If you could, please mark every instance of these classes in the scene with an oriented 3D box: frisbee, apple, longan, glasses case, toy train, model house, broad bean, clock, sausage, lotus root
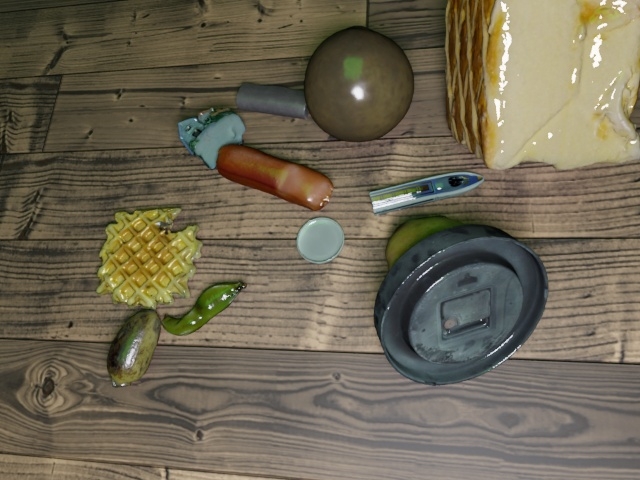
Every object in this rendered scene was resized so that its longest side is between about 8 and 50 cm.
[{"bbox_3d":[0.000,0.000,1.177,0.110,0.014,0.110,-4,69,10],"label":"frisbee"},{"bbox_3d":[0.230,0.053,1.037,0.188,0.174,0.207,-12,85,10],"label":"apple"},{"bbox_3d":[0.084,-0.345,1.157,0.258,0.258,0.258,-4,70,10],"label":"longan"},{"bbox_3d":[-0.114,-0.351,1.312,0.191,0.042,0.072,12,66,15],"label":"glasses case"},{"bbox_3d":[0.234,-0.113,1.152,0.252,0.048,0.055,-14,71,6],"label":"toy train"},{"bbox_3d":[-0.286,-0.269,1.283,0.149,0.119,0.148,31,79,27],"label":"model house"},{"bbox_3d":[-0.253,0.148,1.158,0.214,0.048,0.070,-29,69,4],"label":"broad bean"},{"bbox_3d":[0.249,0.119,0.939,0.319,0.319,0.066,-28,33,1],"label":"clock"},{"bbox_3d":[-0.108,-0.148,1.216,0.300,0.083,0.089,22,70,15],"label":"sausage"},{"bbox_3d":[-0.407,0.233,1.141,0.089,0.080,0.179,14,75,14],"label":"lotus root"}]

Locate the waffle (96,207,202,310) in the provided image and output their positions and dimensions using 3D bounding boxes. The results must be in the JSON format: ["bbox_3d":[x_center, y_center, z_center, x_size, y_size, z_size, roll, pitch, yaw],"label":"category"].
[{"bbox_3d":[-0.399,0.039,1.223,0.261,0.056,0.250,-1,71,9],"label":"waffle"}]

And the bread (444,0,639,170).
[{"bbox_3d":[0.395,-0.350,0.979,0.279,0.371,0.390,-7,112,1],"label":"bread"}]
